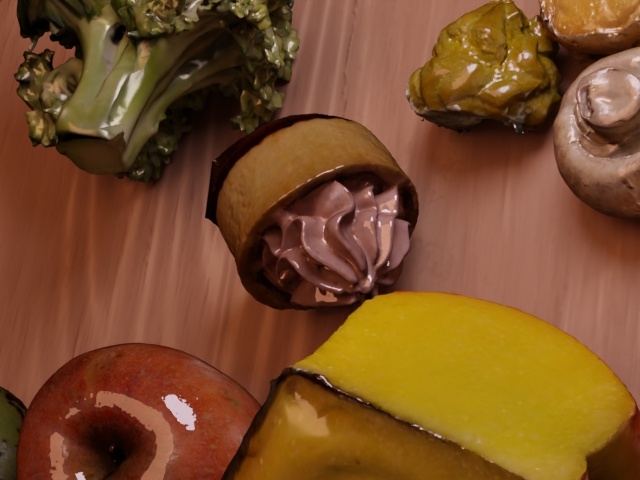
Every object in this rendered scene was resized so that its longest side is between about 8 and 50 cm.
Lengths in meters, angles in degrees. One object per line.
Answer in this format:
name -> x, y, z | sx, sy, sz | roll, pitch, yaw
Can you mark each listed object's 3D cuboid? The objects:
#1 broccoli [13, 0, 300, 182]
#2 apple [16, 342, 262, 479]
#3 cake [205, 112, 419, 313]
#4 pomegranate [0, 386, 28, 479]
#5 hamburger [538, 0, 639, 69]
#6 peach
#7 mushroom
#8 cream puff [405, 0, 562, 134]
broccoli -> -0.183, -0.212, 1.933 | 0.317, 0.277, 0.338 | -51, 42, -8
apple -> -0.159, 0.214, 1.729 | 0.253, 0.253, 0.253 | -16, 58, 28
cake -> 0.000, 0.000, 1.741 | 0.207, 0.185, 0.178 | -24, 51, 8
pomegranate -> -0.404, 0.237, 1.796 | 0.285, 0.341, 0.285 | 2, 52, -2
hamburger -> 0.301, -0.267, 1.726 | 0.213, 0.108, 0.214 | -18, 56, 28
peach -> 0.088, 0.216, 1.527 | 0.380, 0.242, 0.306 | 14, 116, 28
mushroom -> 0.288, -0.100, 1.635 | 0.166, 0.127, 0.166 | -13, 66, 32
cream puff -> 0.160, -0.172, 1.766 | 0.156, 0.121, 0.156 | -22, 50, 29
